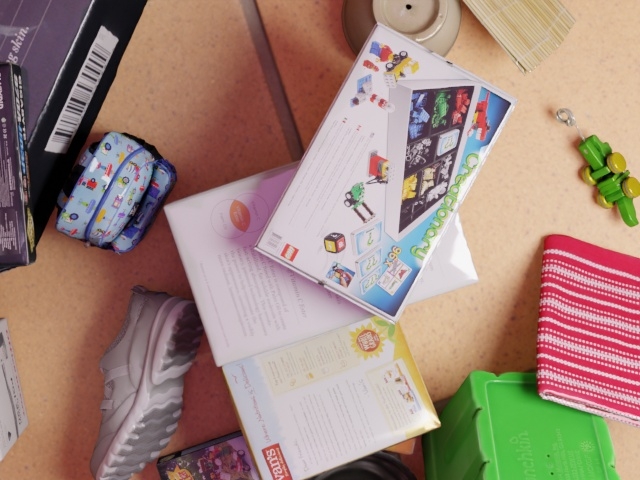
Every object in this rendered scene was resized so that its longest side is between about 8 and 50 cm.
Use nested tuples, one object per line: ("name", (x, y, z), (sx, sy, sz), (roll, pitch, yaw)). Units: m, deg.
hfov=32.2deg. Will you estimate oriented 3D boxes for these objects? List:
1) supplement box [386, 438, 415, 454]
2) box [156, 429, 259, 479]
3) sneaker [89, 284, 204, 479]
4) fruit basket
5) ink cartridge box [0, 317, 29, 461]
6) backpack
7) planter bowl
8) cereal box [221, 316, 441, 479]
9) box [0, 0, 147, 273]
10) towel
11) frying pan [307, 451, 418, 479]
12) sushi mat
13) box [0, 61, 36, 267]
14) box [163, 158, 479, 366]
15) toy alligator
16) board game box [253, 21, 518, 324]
("supplement box", (0.015, 0.224, 1.493), (0.233, 0.080, 0.078), (12, 91, -5))
("box", (-0.110, 0.382, 1.512), (0.159, 0.044, 0.233), (-19, 94, -2))
("sneaker", (-0.247, 0.193, 1.488), (0.115, 0.105, 0.281), (26, 97, 30))
("fruit basket", (0.277, 0.394, 1.421), (0.283, 0.392, 0.392), (3, 93, -2))
("ink cartridge box", (-0.442, 0.191, 1.402), (0.092, 0.218, 0.158), (-11, 94, -7))
("backpack", (-0.265, -0.060, 1.417), (0.117, 0.173, 0.158), (31, 91, -4))
("planter bowl", (0.112, -0.299, 1.452), (0.162, 0.109, 0.162), (0, 94, -3))
("cereal box", (0.012, 0.203, 1.425), (0.240, 0.047, 0.173), (-18, 77, -10))
("box", (-0.504, -0.267, 1.340), (0.472, 0.297, 0.479), (24, 92, -2))
("towel", (0.378, 0.114, 1.439), (0.199, 0.274, 0.031), (17, 137, -3))
("frying pan", (0.028, 0.434, 1.465), (0.197, 0.053, 0.326), (19, 86, -15))
("sushi mat", (0.205, -0.369, 1.457), (0.316, 0.019, 0.151), (49, 50, -4))
("box", (-0.402, -0.076, 1.184), (0.175, 0.051, 0.220), (-5, 95, -3))
("box", (0.000, 0.000, 1.434), (0.345, 0.168, 0.215), (-18, 93, -1))
("toy alligator", (0.385, -0.107, 1.505), (0.051, 0.056, 0.189), (-35, 94, -42))
("board game box", (0.076, -0.079, 1.322), (0.193, 0.053, 0.305), (29, 90, -2))
